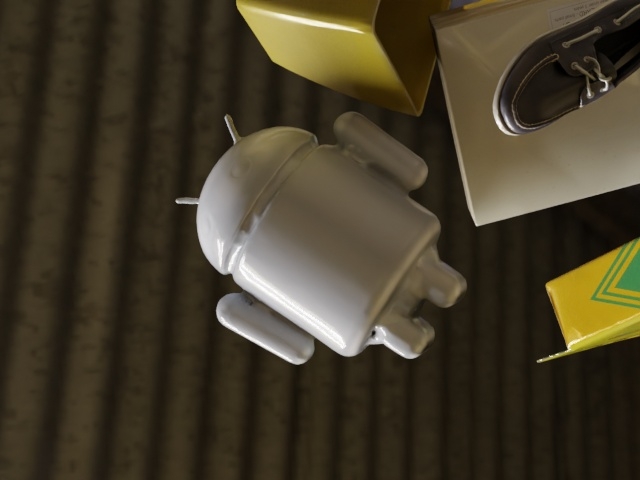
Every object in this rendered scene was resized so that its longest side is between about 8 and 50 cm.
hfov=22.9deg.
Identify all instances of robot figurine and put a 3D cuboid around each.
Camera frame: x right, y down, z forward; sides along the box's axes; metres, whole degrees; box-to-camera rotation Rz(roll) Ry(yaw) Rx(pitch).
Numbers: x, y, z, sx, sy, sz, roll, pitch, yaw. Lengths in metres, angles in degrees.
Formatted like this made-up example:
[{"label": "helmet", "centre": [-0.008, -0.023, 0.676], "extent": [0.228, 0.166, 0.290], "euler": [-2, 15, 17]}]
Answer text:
[{"label": "robot figurine", "centre": [0.000, 0.000, 1.870], "extent": [0.300, 0.353, 0.200], "euler": [-56, -8, 3]}]

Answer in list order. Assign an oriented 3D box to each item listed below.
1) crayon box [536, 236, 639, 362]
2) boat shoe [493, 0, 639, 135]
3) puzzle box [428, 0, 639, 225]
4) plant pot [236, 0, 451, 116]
[{"label": "crayon box", "centre": [0.382, 0.033, 1.646], "extent": [0.202, 0.318, 0.081], "euler": [-8, -106, -40]}, {"label": "boat shoe", "centre": [0.245, -0.165, 1.449], "extent": [0.206, 0.065, 0.075], "euler": [-36, -68, -22]}, {"label": "puzzle box", "centre": [0.351, -0.190, 1.873], "extent": [0.052, 0.408, 0.272], "euler": [-105, 0, -60]}, {"label": "plant pot", "centre": [0.026, -0.287, 1.807], "extent": [0.212, 0.187, 0.212], "euler": [52, -131, -61]}]
